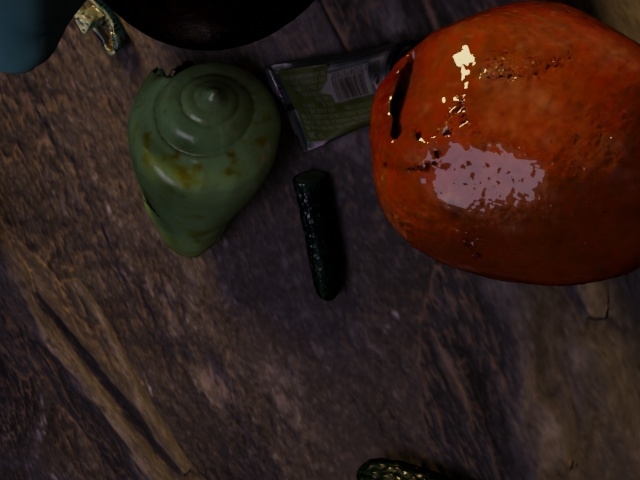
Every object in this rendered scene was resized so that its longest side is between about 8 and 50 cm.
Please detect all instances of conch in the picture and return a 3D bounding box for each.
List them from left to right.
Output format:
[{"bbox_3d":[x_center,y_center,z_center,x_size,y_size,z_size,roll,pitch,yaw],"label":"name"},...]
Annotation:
[{"bbox_3d":[-0.123,-0.085,1.717,0.143,0.137,0.250,31,164,-7],"label":"conch"}]

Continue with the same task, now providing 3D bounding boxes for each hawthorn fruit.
[{"bbox_3d":[0.186,-0.060,1.299,0.299,0.211,0.211,17,129,26],"label":"hawthorn fruit"}]

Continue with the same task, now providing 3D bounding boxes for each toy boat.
[{"bbox_3d":[-0.224,-0.217,1.787,0.083,0.038,0.038,51,143,8],"label":"toy boat"}]

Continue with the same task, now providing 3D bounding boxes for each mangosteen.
[{"bbox_3d":[-0.085,-0.260,1.468,0.228,0.228,0.265,53,180,7],"label":"mangosteen"}]

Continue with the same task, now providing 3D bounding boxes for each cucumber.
[{"bbox_3d":[0.000,0.000,1.686,0.032,0.032,0.133,16,126,42],"label":"cucumber"},{"bbox_3d":[0.115,0.251,1.713,0.214,0.058,0.052,21,164,43],"label":"cucumber"}]

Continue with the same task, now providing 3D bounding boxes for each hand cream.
[{"bbox_3d":[0.027,-0.130,1.556,0.235,0.055,0.086,-9,106,60],"label":"hand cream"}]

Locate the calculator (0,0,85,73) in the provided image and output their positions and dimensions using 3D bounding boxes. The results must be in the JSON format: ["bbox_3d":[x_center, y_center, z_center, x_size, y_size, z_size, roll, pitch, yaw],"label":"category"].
[{"bbox_3d":[-0.202,-0.330,1.512,0.054,0.256,0.386,20,138,8],"label":"calculator"}]
